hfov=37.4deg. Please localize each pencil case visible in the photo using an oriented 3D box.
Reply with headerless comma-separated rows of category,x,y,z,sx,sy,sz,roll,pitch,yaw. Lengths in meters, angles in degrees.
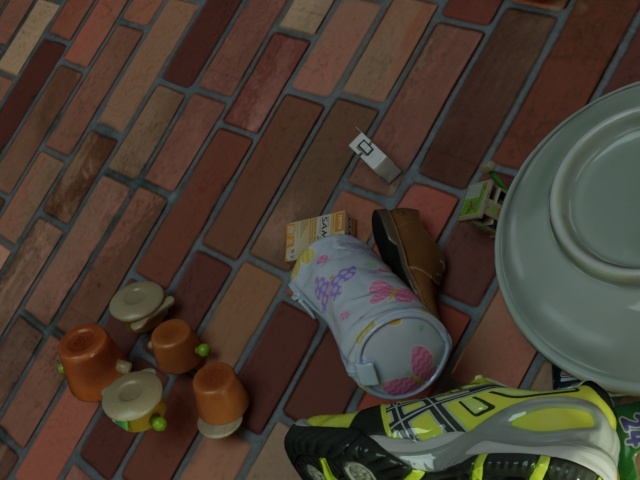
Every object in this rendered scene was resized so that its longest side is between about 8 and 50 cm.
pencil case,0.052,0.085,1.153,0.273,0.124,0.113,-133,40,-62

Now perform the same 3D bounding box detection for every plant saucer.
plant saucer,0.363,-0.036,1.014,0.401,0.100,0.400,-17,54,25

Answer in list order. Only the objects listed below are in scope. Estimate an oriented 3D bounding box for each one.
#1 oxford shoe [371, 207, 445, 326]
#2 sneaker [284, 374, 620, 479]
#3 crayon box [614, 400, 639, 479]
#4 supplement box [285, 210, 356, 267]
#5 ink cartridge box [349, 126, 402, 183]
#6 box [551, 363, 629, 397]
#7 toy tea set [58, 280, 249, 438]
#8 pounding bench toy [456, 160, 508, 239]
oxford shoe,0.132,0.047,1.216,0.076,0.076,0.212,-9,66,-14
sneaker,0.133,0.223,0.997,0.385,0.145,0.147,-4,32,37
crayon box,0.214,0.290,1.025,0.323,0.083,0.203,-19,58,24
supplement box,0.000,0.000,1.343,0.098,0.036,0.062,-13,61,28
ink cartridge box,0.074,-0.121,1.346,0.028,0.048,0.083,-46,49,6
box,0.365,0.081,1.048,0.220,0.051,0.175,-12,61,29
toy tea set,-0.242,0.204,1.379,0.200,0.124,0.336,-33,43,-22
pounding bench toy,0.224,-0.051,1.197,0.052,0.065,0.083,-13,55,66
